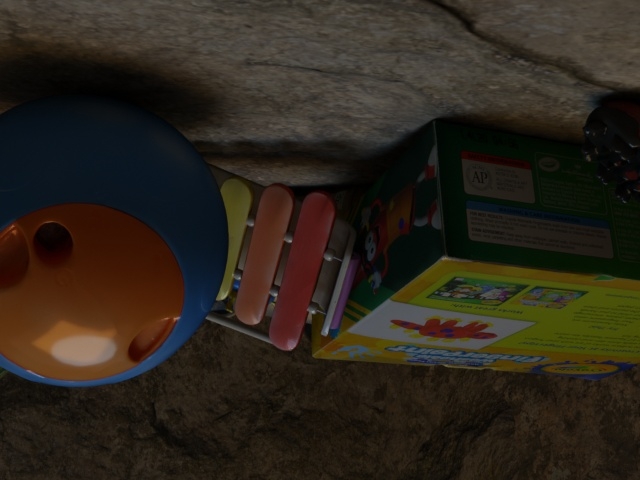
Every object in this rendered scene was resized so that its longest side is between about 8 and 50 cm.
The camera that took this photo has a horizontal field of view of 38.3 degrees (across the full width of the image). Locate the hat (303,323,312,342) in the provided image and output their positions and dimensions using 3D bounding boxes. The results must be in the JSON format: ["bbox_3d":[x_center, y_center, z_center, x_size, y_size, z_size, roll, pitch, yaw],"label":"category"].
[{"bbox_3d":[0.036,0.143,1.969,0.331,0.134,0.331,-15,161,-5],"label":"hat"}]

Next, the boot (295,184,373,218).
[{"bbox_3d":[0.000,0.000,1.368,0.269,0.089,0.236,-3,138,34],"label":"boot"}]

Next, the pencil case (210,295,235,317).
[{"bbox_3d":[-0.294,0.099,2.034,0.183,0.160,0.410,41,155,-23],"label":"pencil case"}]

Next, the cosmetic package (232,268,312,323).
[{"bbox_3d":[-0.043,0.081,1.781,0.237,0.127,0.107,11,135,-2],"label":"cosmetic package"}]

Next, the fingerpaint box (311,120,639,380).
[{"bbox_3d":[0.254,0.036,1.118,0.444,0.163,0.371,7,156,-19],"label":"fingerpaint box"}]

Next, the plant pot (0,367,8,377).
[{"bbox_3d":[-0.762,0.082,1.704,0.366,0.367,0.353,3,159,6],"label":"plant pot"}]

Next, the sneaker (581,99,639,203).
[{"bbox_3d":[0.366,-0.066,0.853,0.276,0.135,0.097,30,177,-15],"label":"sneaker"}]

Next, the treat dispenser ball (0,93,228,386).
[{"bbox_3d":[-0.235,0.000,0.913,0.288,0.288,0.288,4,172,1],"label":"treat dispenser ball"}]

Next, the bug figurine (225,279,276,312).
[{"bbox_3d":[-0.171,0.016,1.469,0.216,0.072,0.279,27,-167,-25],"label":"bug figurine"}]

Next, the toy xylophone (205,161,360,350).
[{"bbox_3d":[-0.103,0.022,1.113,0.322,0.236,0.081,15,-157,17],"label":"toy xylophone"}]
